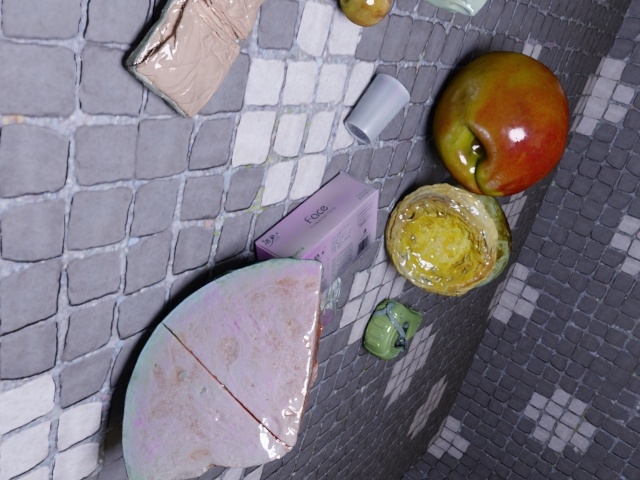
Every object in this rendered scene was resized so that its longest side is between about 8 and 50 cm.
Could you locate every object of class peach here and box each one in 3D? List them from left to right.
[{"bbox_3d":[0.404,-0.262,1.291,0.332,0.308,0.307,-49,152,-41],"label":"peach"}]

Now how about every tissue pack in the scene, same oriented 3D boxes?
[{"bbox_3d":[0.000,0.000,1.066,0.246,0.093,0.148,-41,147,-33],"label":"tissue pack"}]

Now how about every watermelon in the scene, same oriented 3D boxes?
[{"bbox_3d":[-0.135,0.198,0.933,0.222,0.293,0.318,75,14,-81],"label":"watermelon"}]

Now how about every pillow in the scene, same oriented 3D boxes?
[{"bbox_3d":[-0.125,-0.261,0.677,0.232,0.043,0.126,-61,157,-5],"label":"pillow"}]

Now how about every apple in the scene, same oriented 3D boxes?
[{"bbox_3d":[0.065,-0.361,0.857,0.071,0.084,0.083,-2,121,-28],"label":"apple"}]

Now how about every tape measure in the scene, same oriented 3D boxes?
[{"bbox_3d":[0.200,0.247,1.611,0.175,0.106,0.200,-63,150,-4],"label":"tape measure"}]

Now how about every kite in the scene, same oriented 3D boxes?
[{"bbox_3d":[-0.060,0.207,1.239,0.360,0.022,0.204,-46,149,-34],"label":"kite"}]

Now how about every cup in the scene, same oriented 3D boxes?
[{"bbox_3d":[0.100,-0.233,1.055,0.116,0.074,0.104,-53,180,-7],"label":"cup"}]

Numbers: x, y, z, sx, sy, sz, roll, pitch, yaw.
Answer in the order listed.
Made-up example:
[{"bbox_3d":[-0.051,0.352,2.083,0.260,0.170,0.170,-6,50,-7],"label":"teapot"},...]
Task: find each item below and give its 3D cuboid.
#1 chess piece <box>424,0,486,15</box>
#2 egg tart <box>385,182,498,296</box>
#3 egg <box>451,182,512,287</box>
[{"bbox_3d":[0.145,-0.446,0.806,0.175,0.176,0.298,-55,150,-11],"label":"chess piece"},{"bbox_3d":[0.296,-0.004,1.389,0.107,0.291,0.290,-53,159,-59],"label":"egg tart"},{"bbox_3d":[0.384,-0.014,1.543,0.238,0.238,0.289,-17,106,-53],"label":"egg"}]
